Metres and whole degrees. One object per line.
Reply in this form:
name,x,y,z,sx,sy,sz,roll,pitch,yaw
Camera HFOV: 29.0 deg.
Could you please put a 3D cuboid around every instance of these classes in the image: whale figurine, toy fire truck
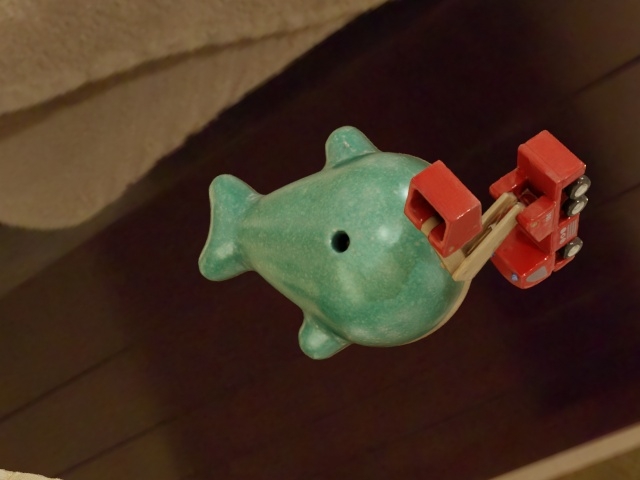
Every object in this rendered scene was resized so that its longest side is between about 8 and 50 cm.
whale figurine,0.000,0.000,1.114,0.141,0.272,0.216,9,90,-65
toy fire truck,0.131,-0.011,0.904,0.047,0.135,0.192,49,-15,28

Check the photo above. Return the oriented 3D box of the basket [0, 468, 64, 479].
basket,-0.343,0.452,1.374,0.328,0.331,0.266,-49,127,-42
